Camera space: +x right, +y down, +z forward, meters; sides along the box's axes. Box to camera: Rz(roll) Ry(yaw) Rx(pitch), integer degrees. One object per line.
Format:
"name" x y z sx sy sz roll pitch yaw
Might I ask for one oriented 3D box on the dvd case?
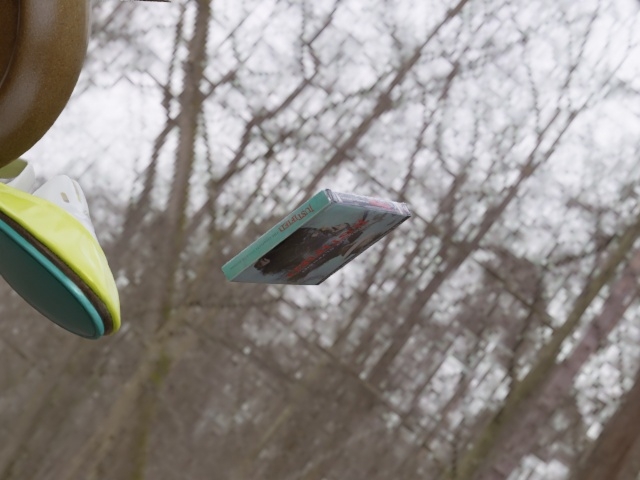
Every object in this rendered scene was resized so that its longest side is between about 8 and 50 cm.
"dvd case" 0.000 0.000 0.926 0.013 0.087 0.119 59 21 16

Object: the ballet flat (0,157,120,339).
"ballet flat" -0.191 -0.016 0.890 0.231 0.077 0.077 23 -36 32

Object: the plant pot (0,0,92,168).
"plant pot" -0.241 -0.142 0.801 0.236 0.032 0.236 6 -70 16

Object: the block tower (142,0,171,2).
"block tower" -0.195 -0.247 1.162 0.097 0.091 0.335 3 6 9
